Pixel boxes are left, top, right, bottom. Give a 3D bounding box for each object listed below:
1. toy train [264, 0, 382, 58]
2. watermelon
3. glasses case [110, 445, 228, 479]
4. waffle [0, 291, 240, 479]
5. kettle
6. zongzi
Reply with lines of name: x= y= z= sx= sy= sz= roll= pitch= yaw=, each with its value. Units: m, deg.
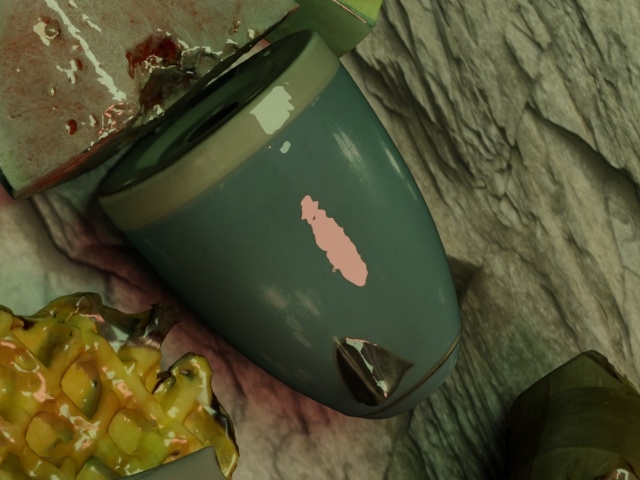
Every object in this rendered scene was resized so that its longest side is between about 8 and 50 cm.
toy train: x=-0.075 y=-0.369 z=1.570 sx=0.397 sy=0.160 sz=0.253 roll=31 pitch=56 yaw=-25
watermelon: x=-0.204 y=-0.176 z=1.319 sx=0.322 sy=0.175 sz=0.188 roll=-33 pitch=91 yaw=-38
glasses case: x=-0.150 y=0.229 z=1.081 sx=0.308 sy=0.083 sz=0.128 roll=-6 pitch=75 yaw=-48
waffle: x=-0.202 y=0.223 z=1.157 sx=0.382 sy=0.095 sz=0.380 roll=6 pitch=64 yaw=-42
kettle: x=0.000 y=0.000 z=1.385 sx=0.342 sy=0.247 sz=0.319 roll=52 pitch=18 yaw=-16
zongzi: x=0.316 y=0.343 z=1.448 sx=0.393 sy=0.174 sz=0.356 roll=57 pitch=24 yaw=-9
